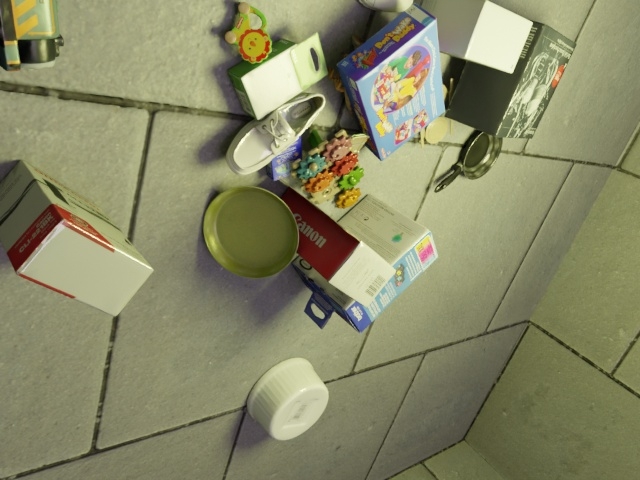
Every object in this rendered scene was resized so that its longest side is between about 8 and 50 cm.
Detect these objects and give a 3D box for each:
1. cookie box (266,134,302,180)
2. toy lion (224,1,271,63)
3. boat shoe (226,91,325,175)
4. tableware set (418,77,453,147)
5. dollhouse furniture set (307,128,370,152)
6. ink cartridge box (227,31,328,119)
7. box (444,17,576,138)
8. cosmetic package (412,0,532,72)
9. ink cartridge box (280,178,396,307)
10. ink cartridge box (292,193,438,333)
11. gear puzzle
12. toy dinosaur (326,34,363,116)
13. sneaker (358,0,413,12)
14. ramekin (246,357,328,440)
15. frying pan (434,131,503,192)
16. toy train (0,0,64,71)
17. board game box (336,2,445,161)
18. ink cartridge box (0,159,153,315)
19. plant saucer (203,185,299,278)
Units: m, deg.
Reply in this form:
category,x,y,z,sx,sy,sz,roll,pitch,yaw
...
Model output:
category,x,y,z,sx,sy,sz,roll,pitch,yaw
cookie box,-0.092,-0.216,1.265,0.092,0.040,0.107,-24,133,-25
toy lion,-0.141,-0.421,1.040,0.096,0.034,0.100,25,102,-17
boat shoe,-0.099,-0.256,1.157,0.277,0.096,0.098,-46,110,-18
tableware set,0.340,-0.386,1.532,0.128,0.039,0.194,-26,132,-15
dollhouse furniture set,0.046,-0.263,1.331,0.152,0.058,0.076,-15,158,-29
ink cartridge box,-0.091,-0.374,1.131,0.209,0.062,0.109,-37,138,-16
box,0.576,-0.483,1.524,0.343,0.179,0.312,-13,129,-49
cosmetic package,0.374,-0.541,1.304,0.224,0.225,0.138,-4,122,-41
ink cartridge box,0.000,0.000,1.305,0.130,0.309,0.272,-51,139,1
ink cartridge box,0.107,0.080,1.491,0.395,0.270,0.151,-41,135,-11
gear puzzle,0.042,-0.156,1.380,0.176,0.044,0.339,-34,154,2
toy dinosaur,0.073,-0.396,1.264,0.112,0.064,0.211,-16,129,-35
sneaker,0.124,-0.591,1.114,0.297,0.129,0.111,15,107,-48
ramekin,-0.104,0.560,1.764,0.277,0.135,0.277,-24,133,-28
frying pan,0.524,-0.259,1.786,0.326,0.053,0.197,-49,140,1
toy train,-0.472,-0.399,0.719,0.190,0.142,0.333,-23,133,-42
board game box,0.194,-0.382,1.290,0.233,0.078,0.347,-38,152,-2
ink cartridge box,-0.458,-0.008,0.914,0.114,0.273,0.197,-52,140,-5
plant saucer,-0.168,-0.022,1.247,0.037,0.241,0.240,-67,176,-67
